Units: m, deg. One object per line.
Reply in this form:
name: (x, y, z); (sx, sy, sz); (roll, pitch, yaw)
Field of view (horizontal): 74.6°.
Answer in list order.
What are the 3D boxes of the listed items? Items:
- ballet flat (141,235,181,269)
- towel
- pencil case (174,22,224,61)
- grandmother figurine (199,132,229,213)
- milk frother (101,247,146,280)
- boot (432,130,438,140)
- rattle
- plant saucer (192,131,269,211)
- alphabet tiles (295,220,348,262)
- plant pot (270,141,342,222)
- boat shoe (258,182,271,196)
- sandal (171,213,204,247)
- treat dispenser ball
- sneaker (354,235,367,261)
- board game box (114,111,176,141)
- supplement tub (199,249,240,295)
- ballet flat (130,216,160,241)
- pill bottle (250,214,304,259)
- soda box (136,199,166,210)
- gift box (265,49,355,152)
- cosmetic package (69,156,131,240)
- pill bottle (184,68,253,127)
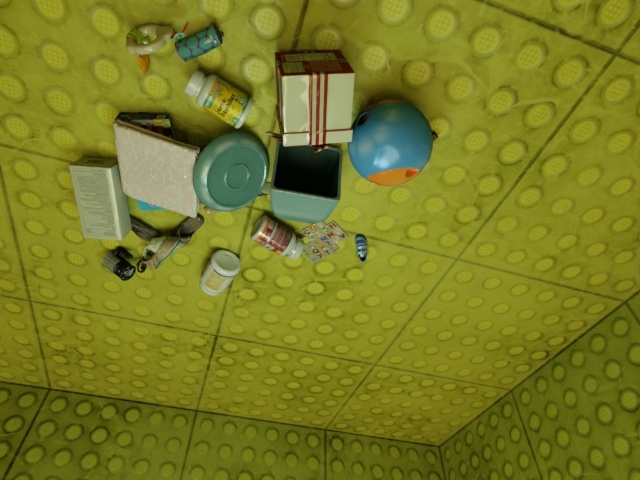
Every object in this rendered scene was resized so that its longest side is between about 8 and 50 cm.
ballet flat: (-0.730, 0.046, 1.887); (0.106, 0.107, 0.316); (37, 136, -19)
towel: (-0.601, -0.257, 1.564); (0.317, 0.053, 0.332); (18, 135, 0)
pencil case: (-0.382, -0.623, 1.323); (0.152, 0.064, 0.070); (-17, 92, 16)
grandmother figurine: (-0.403, -0.270, 1.630); (0.208, 0.104, 0.342); (31, 125, -7)
milk frother: (-0.923, 0.113, 1.994); (0.135, 0.129, 0.143); (30, 169, 19)
boot: (0.363, -0.378, 1.563); (0.106, 0.037, 0.114); (37, 128, -26)
rattle: (-0.491, -0.599, 1.321); (0.200, 0.130, 0.142); (-12, 132, -3)
plant saucer: (-0.316, -0.242, 1.560); (0.317, 0.044, 0.317); (-26, 135, -29)
alphabet tiles: (0.000, 0.000, 1.931); (0.237, 0.009, 0.198); (-29, 126, 25)
plant pot: (-0.069, -0.196, 1.604); (0.247, 0.248, 0.252); (9, 148, -8)
boat shoe: (-0.241, -0.207, 1.723); (0.133, 0.049, 0.042); (-6, 166, -6)
sandal: (-0.595, -0.035, 1.870); (0.219, 0.060, 0.090); (-35, 123, 28)
treat dispenser ball: (0.235, -0.329, 1.435); (0.288, 0.288, 0.288); (0, 133, 0)
sneaker: (0.191, 0.040, 1.931); (0.053, 0.059, 0.144); (-8, 131, 11)
board game box: (-0.627, -0.373, 1.560); (0.194, 0.060, 0.194); (0, 134, 0)
supplement tub: (-0.479, 0.155, 1.987); (0.144, 0.144, 0.199); (25, 129, -21)
ballet flat: (-0.817, -0.069, 1.853); (0.250, 0.058, 0.084); (33, 129, -32)
pill bottle: (-0.186, -0.008, 1.845); (0.221, 0.121, 0.121); (32, 126, -23)
soda box: (-0.644, -0.174, 1.737); (0.210, 0.067, 0.071); (-3, 132, 3)
gift box: (-0.046, -0.449, 1.359); (0.276, 0.255, 0.258); (-4, 131, -4)
cosmetic package: (-0.866, -0.164, 1.672); (0.160, 0.113, 0.309); (5, 119, -3)
pill bottle: (-0.342, -0.480, 1.418); (0.208, 0.117, 0.117); (28, 127, -22)
